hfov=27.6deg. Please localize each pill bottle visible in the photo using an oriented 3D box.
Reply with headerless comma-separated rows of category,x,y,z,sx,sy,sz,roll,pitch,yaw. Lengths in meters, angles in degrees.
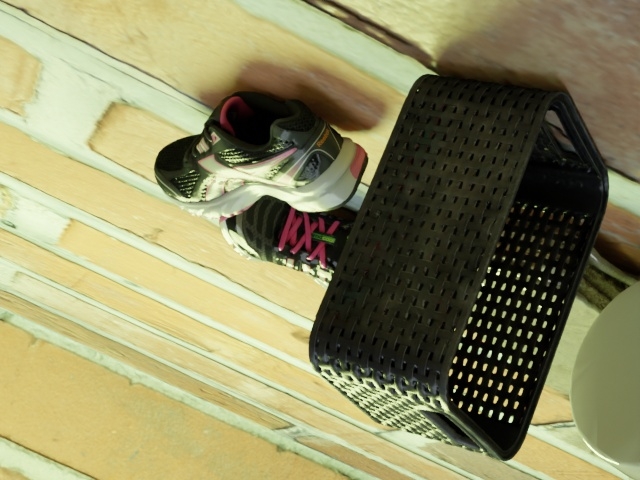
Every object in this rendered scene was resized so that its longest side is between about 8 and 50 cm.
pill bottle,0.298,0.137,0.845,0.278,0.162,0.162,32,161,-33

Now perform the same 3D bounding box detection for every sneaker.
sneaker,-0.051,-0.066,0.863,0.178,0.072,0.077,-4,138,42
sneaker,0.000,0.000,0.990,0.170,0.063,0.074,29,164,-38

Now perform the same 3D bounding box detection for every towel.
towel,0.180,0.059,0.963,0.187,0.049,0.282,7,159,47

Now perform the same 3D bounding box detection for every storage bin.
storage bin,0.080,0.013,0.707,0.084,0.180,0.122,11,160,32
